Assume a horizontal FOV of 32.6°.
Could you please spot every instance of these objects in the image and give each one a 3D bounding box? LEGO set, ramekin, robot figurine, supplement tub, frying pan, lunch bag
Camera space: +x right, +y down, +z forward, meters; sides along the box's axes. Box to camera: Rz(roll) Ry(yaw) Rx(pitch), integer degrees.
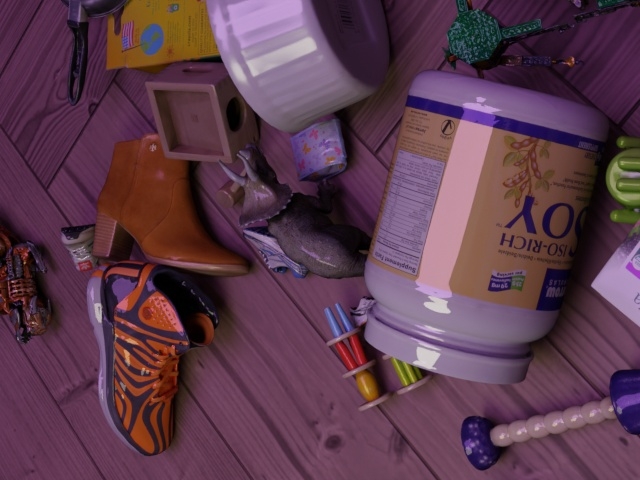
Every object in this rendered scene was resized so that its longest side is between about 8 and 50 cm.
[{"bbox_3d":[0.287,-0.330,1.303,0.331,0.192,0.255,-22,85,17],"label":"LEGO set"},{"bbox_3d":[-0.019,-0.295,1.457,0.135,0.277,0.277,-15,79,27],"label":"ramekin"},{"bbox_3d":[0.365,-0.070,1.257,0.067,0.115,0.101,2,87,19],"label":"robot figurine"},{"bbox_3d":[0.188,-0.019,1.305,0.241,0.241,0.331,19,99,35],"label":"supplement tub"},{"bbox_3d":[-0.399,-0.405,1.759,0.197,0.053,0.326,40,110,19],"label":"frying pan"},{"bbox_3d":[0.004,-0.127,1.562,0.083,0.053,0.071,-27,70,43],"label":"lunch bag"}]

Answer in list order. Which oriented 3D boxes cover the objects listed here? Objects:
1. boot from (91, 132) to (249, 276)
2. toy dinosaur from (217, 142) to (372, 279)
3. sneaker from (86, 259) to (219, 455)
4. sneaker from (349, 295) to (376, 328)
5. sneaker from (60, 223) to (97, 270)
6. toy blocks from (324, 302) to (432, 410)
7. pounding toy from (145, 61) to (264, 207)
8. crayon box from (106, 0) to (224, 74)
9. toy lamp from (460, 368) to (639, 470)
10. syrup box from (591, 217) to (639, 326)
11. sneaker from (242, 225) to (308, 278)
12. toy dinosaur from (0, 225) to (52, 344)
[{"bbox_3d":[-0.225,-0.059,1.703,0.295,0.104,0.211,8,82,26],"label":"boot"},{"bbox_3d":[0.000,0.000,1.484,0.313,0.160,0.121,42,121,17],"label":"toy dinosaur"},{"bbox_3d":[-0.240,0.186,1.659,0.180,0.124,0.321,-1,111,28],"label":"sneaker"},{"bbox_3d":[0.072,0.090,1.515,0.083,0.032,0.037,-35,69,30],"label":"sneaker"},{"bbox_3d":[-0.388,0.013,1.799,0.057,0.161,0.075,-7,91,-4],"label":"sneaker"},{"bbox_3d":[0.071,0.143,1.483,0.123,0.054,0.148,-29,84,32],"label":"toy blocks"},{"bbox_3d":[-0.143,-0.159,1.648,0.181,0.094,0.206,7,124,29],"label":"pounding toy"},{"bbox_3d":[-0.199,-0.371,1.703,0.318,0.081,0.202,1,88,36],"label":"crayon box"},{"bbox_3d":[0.300,0.213,1.313,0.274,0.080,0.080,-24,74,32],"label":"toy lamp"},{"bbox_3d":[0.420,-0.011,1.224,0.093,0.096,0.237,43,112,29],"label":"syrup box"},{"bbox_3d":[-0.067,0.018,1.611,0.135,0.052,0.058,25,109,36],"label":"sneaker"},{"bbox_3d":[-0.594,0.055,1.968,0.218,0.164,0.322,-38,47,13],"label":"toy dinosaur"}]
